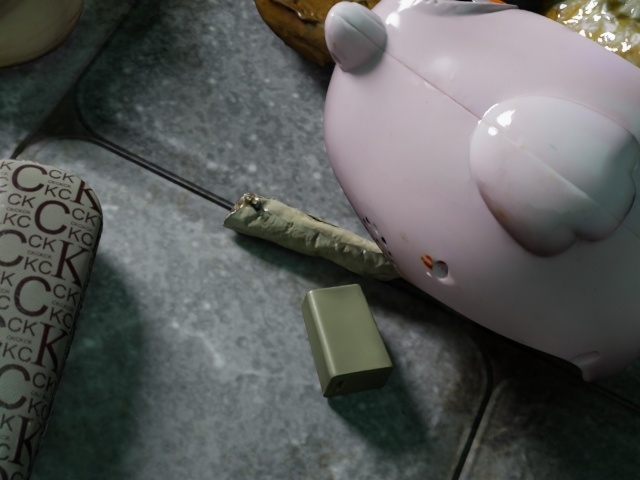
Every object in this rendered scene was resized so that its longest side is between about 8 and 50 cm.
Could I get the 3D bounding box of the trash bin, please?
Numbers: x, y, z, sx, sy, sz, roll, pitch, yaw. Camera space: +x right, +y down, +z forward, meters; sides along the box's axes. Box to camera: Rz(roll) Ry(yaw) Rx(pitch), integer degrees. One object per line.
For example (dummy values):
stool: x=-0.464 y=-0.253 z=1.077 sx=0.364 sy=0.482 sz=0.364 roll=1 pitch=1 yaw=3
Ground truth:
trash bin: x=0.021 y=0.089 z=1.128 sx=0.061 sy=0.043 sz=0.092 roll=-8 pitch=60 yaw=-19

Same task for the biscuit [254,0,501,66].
biscuit: x=0.054 y=-0.280 z=1.348 sx=0.296 sy=0.075 sz=0.296 roll=7 pitch=51 yaw=-9

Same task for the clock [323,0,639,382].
clock: x=0.168 y=-0.055 z=1.095 sx=0.377 sy=0.368 sz=0.250 roll=37 pitch=96 yaw=12

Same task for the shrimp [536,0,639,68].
shrimp: x=0.424 y=-0.320 z=1.317 sx=0.445 sy=0.085 sz=0.272 roll=-41 pitch=40 yaw=8

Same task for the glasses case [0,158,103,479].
glasses case: x=-0.277 y=0.083 z=1.024 sx=0.137 sy=0.085 sz=0.354 roll=15 pitch=56 yaw=-7

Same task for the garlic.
garlic: x=-0.287 y=-0.257 z=1.232 sx=0.115 sy=0.128 sz=0.206 roll=30 pitch=44 yaw=-25

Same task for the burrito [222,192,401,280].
burrito: x=0.000 y=0.000 z=1.182 sx=0.186 sy=0.041 sz=0.045 roll=21 pitch=14 yaw=0
